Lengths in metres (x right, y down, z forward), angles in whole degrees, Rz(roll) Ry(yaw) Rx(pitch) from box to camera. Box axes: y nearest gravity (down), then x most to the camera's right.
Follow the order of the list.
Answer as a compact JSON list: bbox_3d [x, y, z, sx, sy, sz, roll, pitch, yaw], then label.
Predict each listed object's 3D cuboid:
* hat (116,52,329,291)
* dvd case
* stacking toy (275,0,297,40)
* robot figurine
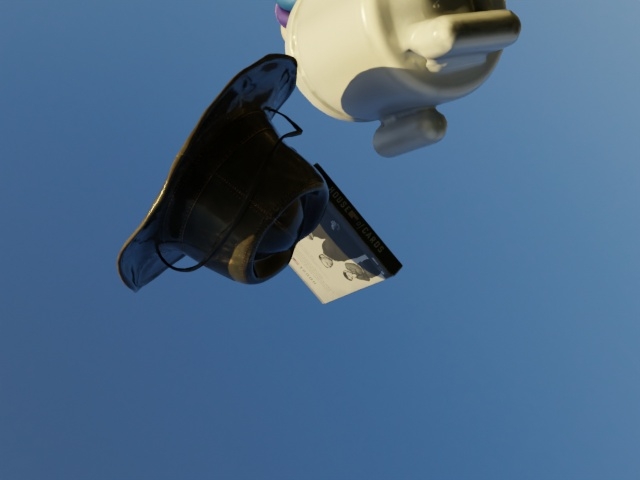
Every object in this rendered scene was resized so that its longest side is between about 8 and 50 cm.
[{"bbox_3d":[-0.070,-0.039,0.834,0.134,0.331,0.331,34,-136,3],"label":"hat"},{"bbox_3d":[0.000,0.000,1.113,0.029,0.239,0.179,-42,-85,-25],"label":"dvd case"},{"bbox_3d":[-0.043,-0.456,1.184,0.141,0.330,0.141,-11,-131,13],"label":"stacking toy"},{"bbox_3d":[0.084,-0.253,0.955,0.200,0.353,0.299,-9,-85,-27],"label":"robot figurine"}]
